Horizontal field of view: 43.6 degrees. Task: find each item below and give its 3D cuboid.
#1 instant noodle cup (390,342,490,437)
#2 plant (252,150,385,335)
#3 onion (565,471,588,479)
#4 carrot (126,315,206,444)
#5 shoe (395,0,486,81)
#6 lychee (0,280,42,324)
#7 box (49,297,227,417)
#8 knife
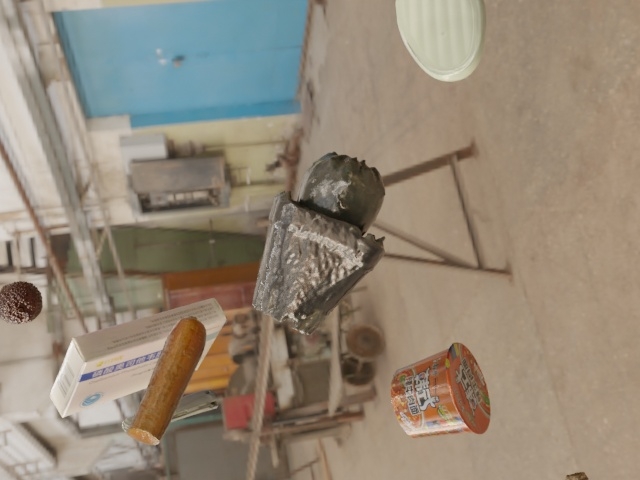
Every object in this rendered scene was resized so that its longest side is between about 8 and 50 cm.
[{"bbox_3d":[0.321,0.419,2.172,0.250,0.192,0.250,37,-137,-43],"label":"instant noodle cup"},{"bbox_3d":[0.000,0.000,1.113,0.142,0.164,0.256,177,116,-83],"label":"plant"},{"bbox_3d":[0.490,0.549,1.500,0.252,0.252,0.219,111,157,-70],"label":"onion"},{"bbox_3d":[-0.244,0.222,1.311,0.067,0.067,0.225,98,-169,-56],"label":"carrot"},{"bbox_3d":[0.201,-0.372,1.277,0.160,0.132,0.363,47,-145,-55],"label":"shoe"},{"bbox_3d":[-0.802,0.166,2.127,0.129,0.123,0.123,-9,88,62],"label":"lychee"},{"bbox_3d":[-0.375,0.240,1.675,0.065,0.343,0.200,52,132,24],"label":"box"},{"bbox_3d":[-0.373,0.438,2.034,0.073,0.265,0.040,21,113,45],"label":"knife"}]
